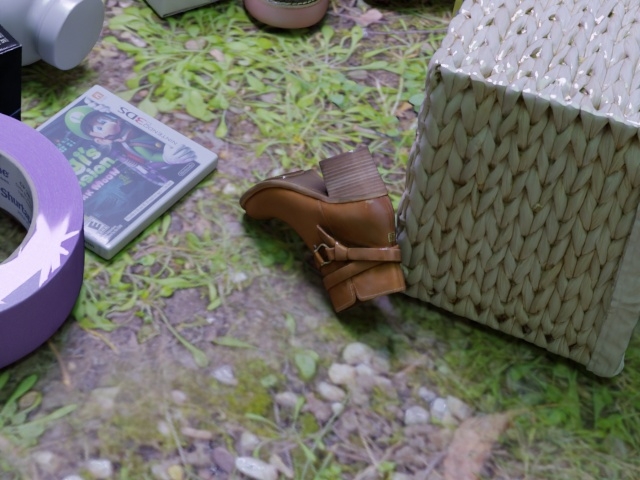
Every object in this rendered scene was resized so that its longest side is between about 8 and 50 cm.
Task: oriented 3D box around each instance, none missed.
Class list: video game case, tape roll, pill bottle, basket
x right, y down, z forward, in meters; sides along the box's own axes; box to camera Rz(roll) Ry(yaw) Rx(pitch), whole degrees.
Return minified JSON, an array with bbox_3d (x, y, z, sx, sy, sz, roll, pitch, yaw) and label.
[{"bbox_3d":[-0.233,-0.078,1.576,0.173,0.022,0.190,30,48,17],"label":"video game case"},{"bbox_3d":[-0.364,-0.002,1.415,0.275,0.090,0.275,3,51,-4],"label":"tape roll"},{"bbox_3d":[-0.375,-0.290,1.663,0.264,0.146,0.146,30,48,16],"label":"pill bottle"},{"bbox_3d":[0.248,-0.108,1.495,0.266,0.331,0.328,19,46,9],"label":"basket"}]

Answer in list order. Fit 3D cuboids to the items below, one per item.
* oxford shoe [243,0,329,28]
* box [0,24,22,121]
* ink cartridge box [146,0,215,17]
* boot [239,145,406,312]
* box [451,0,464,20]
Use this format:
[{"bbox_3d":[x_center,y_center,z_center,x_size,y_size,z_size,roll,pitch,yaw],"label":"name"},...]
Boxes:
[{"bbox_3d":[-0.027,-0.441,1.878,0.140,0.146,0.397,2,46,-7],"label":"oxford shoe"},{"bbox_3d":[-0.397,-0.188,1.560,0.077,0.147,0.180,-28,59,-33],"label":"box"},{"bbox_3d":[-0.212,-0.441,1.798,0.117,0.207,0.283,-23,55,-29],"label":"ink cartridge box"},{"bbox_3d":[0.000,0.000,1.504,0.073,0.197,0.152,-17,90,-40],"label":"boot"},{"bbox_3d":[0.255,-0.330,1.877,0.058,0.087,0.232,32,50,21],"label":"box"}]
